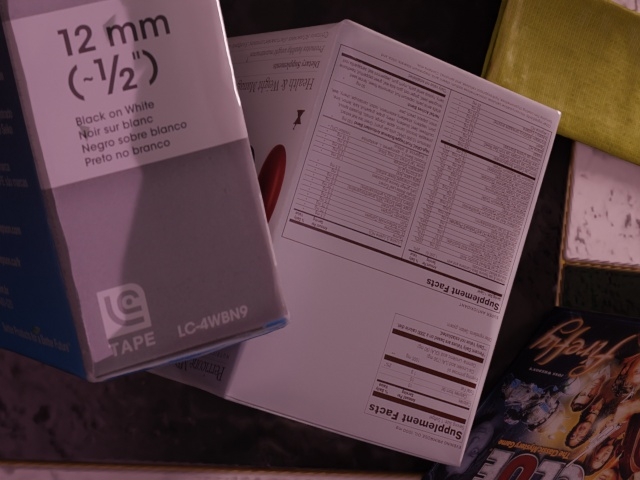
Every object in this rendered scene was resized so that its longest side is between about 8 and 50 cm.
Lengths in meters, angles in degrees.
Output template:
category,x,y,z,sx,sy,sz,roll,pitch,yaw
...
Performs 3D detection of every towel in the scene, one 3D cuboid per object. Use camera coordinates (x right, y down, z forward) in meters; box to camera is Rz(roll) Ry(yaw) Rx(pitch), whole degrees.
category,x,y,z,sx,sy,sz,roll,pitch,yaw
towel,0.218,-0.105,1.159,0.237,0.021,0.102,18,84,-26

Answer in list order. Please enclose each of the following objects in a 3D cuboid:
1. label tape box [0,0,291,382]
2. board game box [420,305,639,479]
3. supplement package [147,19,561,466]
category,x,y,z,sx,sy,sz,roll,pitch,yaw
label tape box,-0.146,-0.119,0.843,0.115,0.249,0.347,-14,99,-25
board game box,0.176,0.123,1.025,0.042,0.243,0.165,46,73,-21
supplement package,0.000,0.000,0.956,0.149,0.194,0.203,20,83,-26
